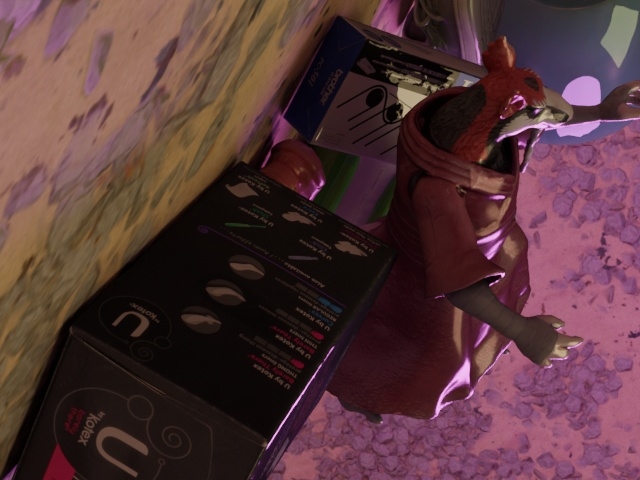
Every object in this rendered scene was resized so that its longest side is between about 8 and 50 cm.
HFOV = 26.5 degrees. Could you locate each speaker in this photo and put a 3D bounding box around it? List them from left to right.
[{"bbox_3d":[0.029,-0.042,1.311,0.296,0.131,0.131,-62,174,30],"label":"speaker"}]

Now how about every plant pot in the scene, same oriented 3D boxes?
[{"bbox_3d":[0.322,-0.310,1.792,0.293,0.293,0.235,-57,162,-20],"label":"plant pot"}]

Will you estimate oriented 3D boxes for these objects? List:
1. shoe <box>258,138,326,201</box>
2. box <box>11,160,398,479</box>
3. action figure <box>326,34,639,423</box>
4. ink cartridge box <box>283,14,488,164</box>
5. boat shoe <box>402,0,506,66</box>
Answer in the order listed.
[{"bbox_3d":[-0.036,-0.019,1.148,0.081,0.063,0.178,-51,168,-19],"label":"shoe"},{"bbox_3d":[-0.074,0.087,0.940,0.165,0.143,0.270,-64,173,31],"label":"box"},{"bbox_3d":[0.101,-0.028,1.097,0.370,0.276,0.248,95,18,-48],"label":"action figure"},{"bbox_3d":[0.075,-0.113,1.136,0.207,0.046,0.097,10,117,-44],"label":"ink cartridge box"},{"bbox_3d":[0.124,-0.228,1.318,0.320,0.103,0.118,10,95,-84],"label":"boat shoe"}]
